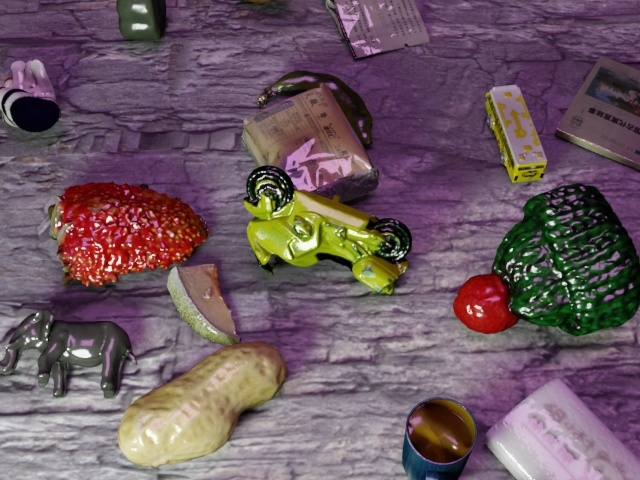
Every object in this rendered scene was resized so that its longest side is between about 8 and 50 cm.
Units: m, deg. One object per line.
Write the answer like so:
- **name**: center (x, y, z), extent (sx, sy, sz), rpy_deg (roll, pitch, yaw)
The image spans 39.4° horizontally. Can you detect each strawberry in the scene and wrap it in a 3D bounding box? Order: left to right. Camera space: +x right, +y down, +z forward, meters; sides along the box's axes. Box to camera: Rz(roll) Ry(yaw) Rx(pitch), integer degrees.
- **strawberry**: center (-0.381, -0.047, 1.752), extent (0.306, 0.138, 0.233), rpy_deg (-15, 55, -9)

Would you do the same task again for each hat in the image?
- **hat**: center (0.397, 0.058, 1.637), extent (0.332, 0.242, 0.274), rpy_deg (-21, 44, 1)

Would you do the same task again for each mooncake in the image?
- **mooncake**: center (-0.417, -0.551, 2.081), extent (0.104, 0.175, 0.168), rpy_deg (4, 97, -2)

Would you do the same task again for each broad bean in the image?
- **broad bean**: center (0.010, -0.306, 1.989), extent (0.292, 0.049, 0.144), rpy_deg (24, 65, 17)

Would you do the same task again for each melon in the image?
- **melon**: center (-0.220, 0.126, 1.694), extent (0.098, 0.054, 0.182), rpy_deg (-8, 55, -24)

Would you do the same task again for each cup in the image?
- **cup**: center (0.181, 0.351, 1.475), extent (0.113, 0.138, 0.150), rpy_deg (36, 62, 22)

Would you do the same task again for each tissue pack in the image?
- **tissue pack**: center (-0.028, -0.182, 1.843), extent (0.215, 0.123, 0.257), rpy_deg (-24, 62, -7)

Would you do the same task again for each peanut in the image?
- **peanut**: center (-0.193, 0.284, 1.529), extent (0.319, 0.147, 0.147), rpy_deg (-29, 60, -25)

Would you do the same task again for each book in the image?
- **book**: center (0.671, -0.288, 1.993), extent (0.215, 0.025, 0.283), rpy_deg (25, 57, 15)

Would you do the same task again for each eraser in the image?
- **eraser**: center (0.425, 0.379, 1.487), extent (0.174, 0.095, 0.270), rpy_deg (-32, 61, -18)

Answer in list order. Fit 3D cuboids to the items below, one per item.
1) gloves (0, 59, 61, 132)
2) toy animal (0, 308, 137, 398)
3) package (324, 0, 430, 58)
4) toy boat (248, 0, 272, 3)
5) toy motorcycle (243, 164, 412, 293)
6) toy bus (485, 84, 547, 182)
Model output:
- **gloves**: center (-0.646, -0.308, 1.952), extent (0.140, 0.131, 0.218), rpy_deg (-28, 29, -16)
- **toy animal**: center (-0.455, 0.205, 1.603), extent (0.245, 0.114, 0.146), rpy_deg (9, 60, -20)
- **package**: center (0.128, -0.556, 2.154), extent (0.204, 0.062, 0.251), rpy_deg (-18, 61, -11)
- **toy boat**: center (-0.170, -0.637, 2.188), extent (0.293, 0.099, 0.108), rpy_deg (29, 60, 27)
- **toy motorcycle**: center (0.000, 0.001, 1.701), extent (0.342, 0.206, 0.142), rpy_deg (23, 37, -2)
- **toy bus**: center (0.414, -0.228, 1.918), extent (0.081, 0.074, 0.226), rpy_deg (-6, 56, -4)
